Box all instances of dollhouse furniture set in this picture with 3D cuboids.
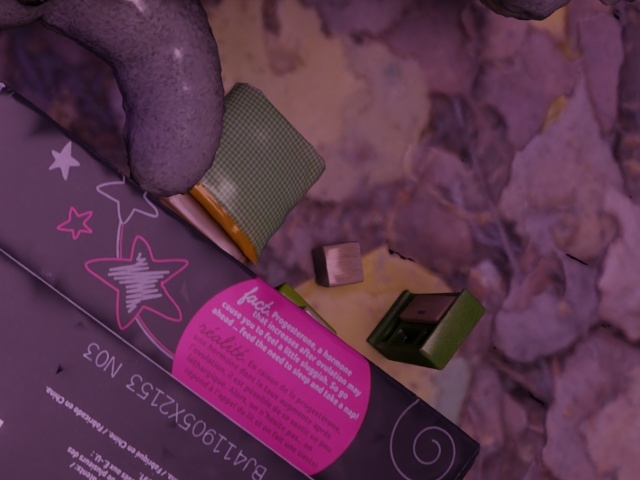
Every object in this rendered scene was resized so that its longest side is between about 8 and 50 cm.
[{"bbox_3d":[0.000,0.000,0.821,0.151,0.058,0.076,44,72,-17],"label":"dollhouse furniture set"}]

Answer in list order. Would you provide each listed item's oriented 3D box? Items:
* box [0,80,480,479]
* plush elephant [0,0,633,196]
[{"bbox_3d":[-0.093,0.074,0.732,0.247,0.142,0.163,38,79,-17],"label":"box"},{"bbox_3d":[-0.052,-0.145,0.682,0.255,0.272,0.330,-43,104,1],"label":"plush elephant"}]
